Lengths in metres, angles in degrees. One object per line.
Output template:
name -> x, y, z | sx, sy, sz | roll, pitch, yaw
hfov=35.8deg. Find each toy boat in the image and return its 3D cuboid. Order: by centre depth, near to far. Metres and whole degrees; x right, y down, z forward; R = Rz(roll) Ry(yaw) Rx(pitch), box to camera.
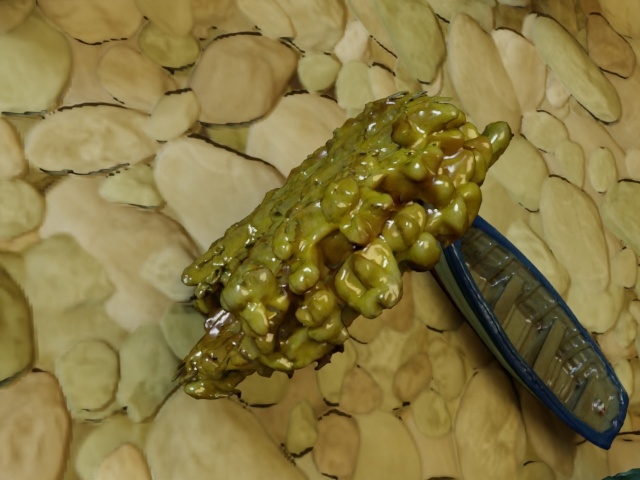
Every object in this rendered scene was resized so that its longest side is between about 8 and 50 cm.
toy boat -> 0.136, 0.055, 0.697 | 0.229, 0.046, 0.080 | 47, 53, -15

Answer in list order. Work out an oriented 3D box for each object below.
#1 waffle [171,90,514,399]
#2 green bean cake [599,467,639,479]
waffle -> 0.000, 0.000, 0.513 | 0.070, 0.193, 0.197 | 49, 51, -10
green bean cake -> 0.259, 0.225, 0.680 | 0.208, 0.193, 0.107 | 40, 30, -49
